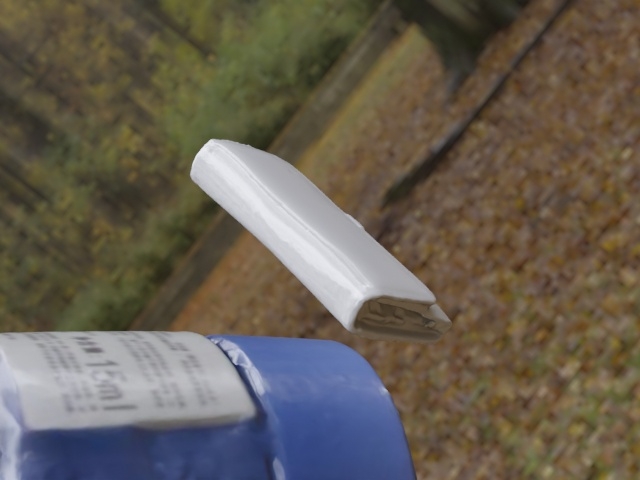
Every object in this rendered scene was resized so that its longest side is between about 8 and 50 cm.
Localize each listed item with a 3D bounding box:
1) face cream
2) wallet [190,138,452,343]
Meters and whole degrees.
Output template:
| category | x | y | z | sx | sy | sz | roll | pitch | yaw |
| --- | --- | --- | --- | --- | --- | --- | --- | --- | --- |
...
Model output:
| category | x | y | z | sx | sy | sz | roll | pitch | yaw |
| --- | --- | --- | --- | --- | --- | --- | --- | --- | --- |
| face cream | -0.095 | 0.173 | 0.910 | 0.249 | 0.225 | 0.249 | -177 | 90 | -67 |
| wallet | 0.000 | 0.000 | 0.693 | 0.122 | 0.061 | 0.025 | 43 | 108 | 40 |
